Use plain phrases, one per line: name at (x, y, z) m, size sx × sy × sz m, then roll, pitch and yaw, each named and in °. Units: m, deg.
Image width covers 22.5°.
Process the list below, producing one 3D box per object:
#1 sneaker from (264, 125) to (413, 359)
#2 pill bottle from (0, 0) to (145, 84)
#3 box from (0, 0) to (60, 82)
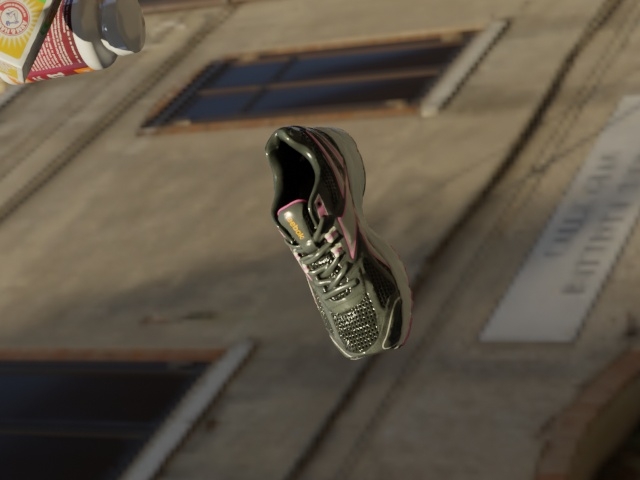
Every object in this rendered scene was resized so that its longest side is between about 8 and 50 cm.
sneaker at (0.000, 0.000, 1.102) m, size 0.077 × 0.072 × 0.178 m, roll 13°, pitch -130°, yaw -55°
pill bottle at (-0.264, -0.215, 1.679) m, size 0.086 × 0.152 × 0.086 m, roll -8°, pitch -90°, yaw -70°
box at (-0.303, -0.219, 1.480) m, size 0.203 × 0.114 × 0.103 m, roll -170°, pitch 104°, yaw -80°
